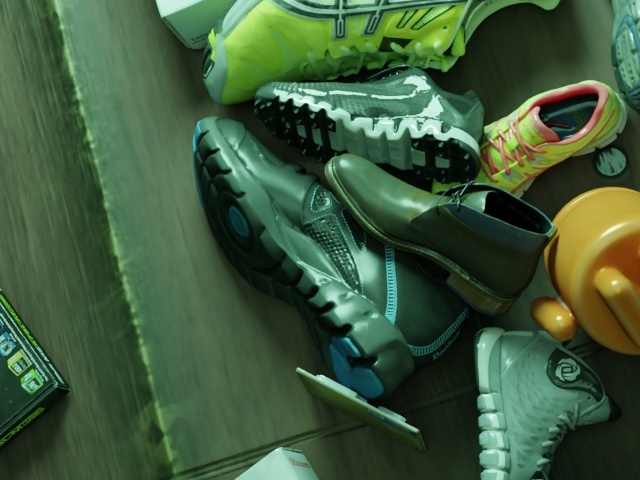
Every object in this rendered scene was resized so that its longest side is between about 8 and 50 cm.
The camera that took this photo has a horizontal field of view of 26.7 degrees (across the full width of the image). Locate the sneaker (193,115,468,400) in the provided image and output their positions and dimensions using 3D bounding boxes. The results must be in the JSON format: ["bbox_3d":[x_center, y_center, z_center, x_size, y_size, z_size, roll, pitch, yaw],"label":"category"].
[{"bbox_3d":[0.000,0.000,1.321,0.139,0.125,0.341,-31,69,-24],"label":"sneaker"}]

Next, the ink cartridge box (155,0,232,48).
[{"bbox_3d":[-0.108,-0.345,1.404,0.172,0.100,0.237,-22,75,8],"label":"ink cartridge box"}]

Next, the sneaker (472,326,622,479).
[{"bbox_3d":[0.213,0.188,1.236,0.132,0.086,0.229,-5,77,9],"label":"sneaker"}]

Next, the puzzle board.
[{"bbox_3d":[0.040,0.159,1.272,0.128,0.096,0.011,25,75,16],"label":"puzzle board"}]

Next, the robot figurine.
[{"bbox_3d":[0.273,0.023,1.200,0.128,0.219,0.158,15,104,-7],"label":"robot figurine"}]

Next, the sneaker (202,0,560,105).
[{"bbox_3d":[0.061,-0.226,1.323,0.384,0.145,0.147,-28,75,7],"label":"sneaker"}]

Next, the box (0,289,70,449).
[{"bbox_3d":[-0.384,0.138,1.395,0.184,0.045,0.191,-39,73,0],"label":"box"}]

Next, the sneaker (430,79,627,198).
[{"bbox_3d":[0.194,-0.096,1.292,0.208,0.094,0.081,-32,76,6],"label":"sneaker"}]

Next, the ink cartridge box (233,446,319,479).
[{"bbox_3d":[-0.015,0.267,1.260,0.056,0.099,0.135,-34,73,5],"label":"ink cartridge box"}]

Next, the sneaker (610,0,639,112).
[{"bbox_3d":[0.338,-0.265,1.306,0.129,0.111,0.297,-6,78,-9],"label":"sneaker"}]

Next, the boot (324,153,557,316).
[{"bbox_3d":[0.113,-0.034,1.239,0.219,0.082,0.106,36,131,0],"label":"boot"}]

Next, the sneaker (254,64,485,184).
[{"bbox_3d":[0.054,-0.125,1.304,0.234,0.078,0.106,14,53,16],"label":"sneaker"}]
